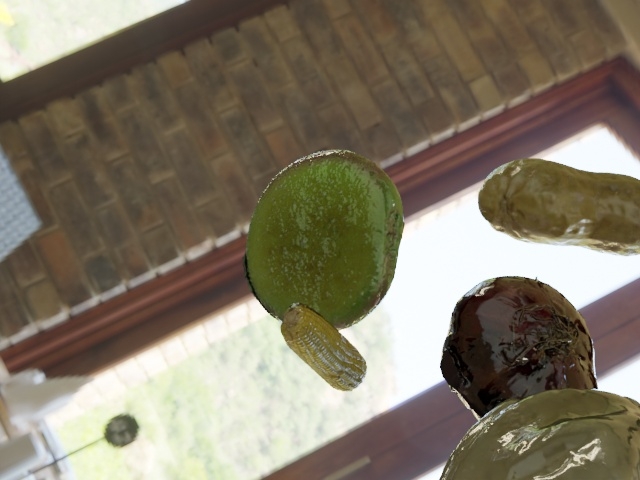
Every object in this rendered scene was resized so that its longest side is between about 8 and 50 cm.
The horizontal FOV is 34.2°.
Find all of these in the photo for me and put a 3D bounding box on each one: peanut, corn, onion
[{"bbox_3d":[0.499,-0.065,2.026,0.192,0.387,0.170,0,98,-74],"label":"peanut"},{"bbox_3d":[0.004,0.153,1.478,0.203,0.072,0.072,48,5,-49],"label":"corn"},{"bbox_3d":[0.298,0.189,1.515,0.281,0.221,0.281,10,-79,62],"label":"onion"}]

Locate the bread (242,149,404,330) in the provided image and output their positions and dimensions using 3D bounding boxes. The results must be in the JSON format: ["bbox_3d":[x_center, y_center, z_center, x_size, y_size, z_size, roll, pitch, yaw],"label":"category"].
[{"bbox_3d":[-0.004,-0.002,1.637,0.045,0.301,0.301,19,35,-56],"label":"bread"}]

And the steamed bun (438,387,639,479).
[{"bbox_3d":[0.262,0.339,1.242,0.367,0.255,0.343,17,85,-65],"label":"steamed bun"}]
